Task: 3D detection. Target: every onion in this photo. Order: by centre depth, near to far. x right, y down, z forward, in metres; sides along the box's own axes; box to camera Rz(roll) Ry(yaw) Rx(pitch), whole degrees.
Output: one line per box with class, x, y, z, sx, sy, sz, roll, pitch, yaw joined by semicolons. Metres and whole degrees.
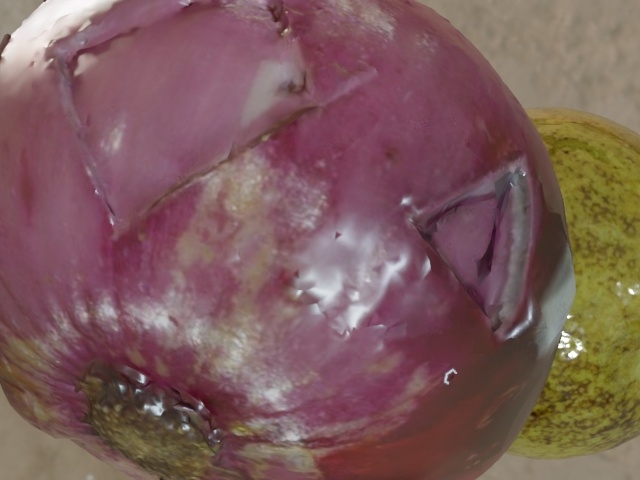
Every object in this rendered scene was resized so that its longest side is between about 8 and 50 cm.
onion;-0.006;0.009;0.484;0.201;0.201;0.207;23;119;28

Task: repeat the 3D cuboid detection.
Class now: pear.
pear;0.135;0.026;0.813;0.197;0.197;0.197;-8;64;17
